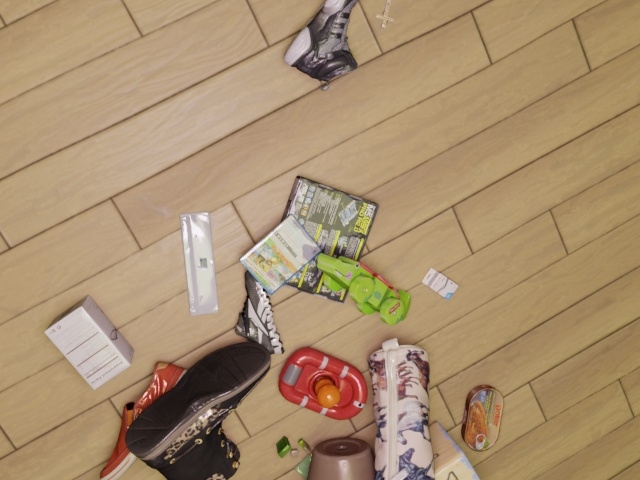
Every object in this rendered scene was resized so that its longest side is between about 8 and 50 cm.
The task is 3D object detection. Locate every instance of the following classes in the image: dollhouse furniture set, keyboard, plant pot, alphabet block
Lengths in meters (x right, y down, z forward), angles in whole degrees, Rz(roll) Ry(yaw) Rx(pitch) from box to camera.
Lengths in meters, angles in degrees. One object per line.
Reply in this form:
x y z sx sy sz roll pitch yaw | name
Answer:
-0.048 0.582 1.641 0.076 0.058 0.152 -44 105 -1 | dollhouse furniture set
-0.297 0.058 1.523 0.072 0.014 0.256 -7 101 -16 | keyboard
0.060 0.637 1.584 0.262 0.263 0.230 -4 92 -11 | plant pot
0.306 0.644 1.658 0.197 0.193 0.193 -32 103 -5 | alphabet block

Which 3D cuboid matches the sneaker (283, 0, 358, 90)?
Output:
0.047 -0.483 1.456 0.153 0.101 0.269 39 96 -16 | sneaker

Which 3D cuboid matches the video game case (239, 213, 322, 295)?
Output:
-0.095 0.034 1.491 0.166 0.015 0.119 -41 105 -6 | video game case

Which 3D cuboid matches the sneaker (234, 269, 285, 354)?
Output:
-0.167 0.190 1.538 0.106 0.078 0.235 -17 105 -11 | sneaker

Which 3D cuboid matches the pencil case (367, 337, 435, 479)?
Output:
0.198 0.461 1.529 0.159 0.184 0.411 -6 61 13 | pencil case

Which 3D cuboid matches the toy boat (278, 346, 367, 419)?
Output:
0.014 0.377 1.570 0.231 0.151 0.151 25 94 -15 | toy boat

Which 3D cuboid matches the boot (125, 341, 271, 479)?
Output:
-0.255 0.441 1.502 0.377 0.138 0.284 -38 137 -25 | boot

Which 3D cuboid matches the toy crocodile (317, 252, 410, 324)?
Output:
0.115 0.114 1.512 0.340 0.115 0.105 37 77 -39 | toy crocodile

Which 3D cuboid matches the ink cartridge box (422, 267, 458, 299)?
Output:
0.318 0.116 1.651 0.083 0.028 0.048 33 92 -15 | ink cartridge box

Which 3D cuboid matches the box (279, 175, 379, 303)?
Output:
0.000 0.000 1.549 0.216 0.060 0.270 17 96 -15 | box

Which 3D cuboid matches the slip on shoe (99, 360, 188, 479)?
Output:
-0.440 0.440 1.512 0.101 0.123 0.331 33 88 -2 | slip on shoe

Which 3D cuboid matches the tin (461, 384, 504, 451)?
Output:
0.455 0.498 1.744 0.106 0.040 0.190 6 99 -9 | tin

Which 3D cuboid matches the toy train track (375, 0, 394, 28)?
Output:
0.162 -0.559 1.507 0.048 0.014 0.084 10 97 -13 | toy train track

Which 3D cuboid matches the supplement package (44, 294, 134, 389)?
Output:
-0.536 0.238 1.455 0.105 0.105 0.179 -35 105 -4 | supplement package
